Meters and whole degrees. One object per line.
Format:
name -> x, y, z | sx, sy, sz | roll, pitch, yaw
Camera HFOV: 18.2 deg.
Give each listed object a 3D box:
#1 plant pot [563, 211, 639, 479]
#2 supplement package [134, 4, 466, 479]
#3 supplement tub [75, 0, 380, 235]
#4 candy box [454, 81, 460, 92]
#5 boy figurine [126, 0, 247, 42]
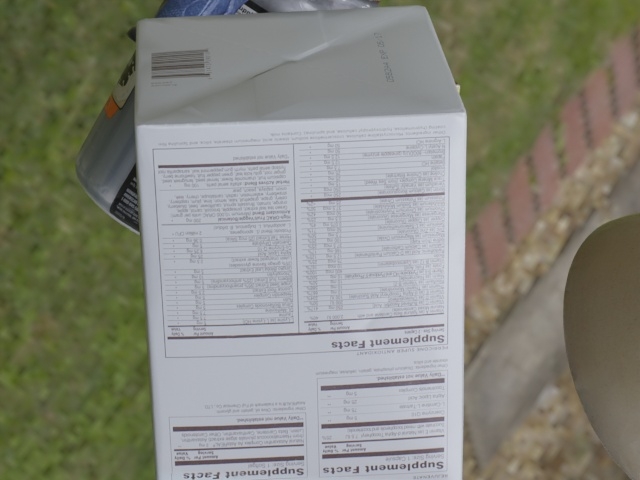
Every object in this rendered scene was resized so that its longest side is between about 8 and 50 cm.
plant pot -> 0.387, 0.086, 1.813 | 0.191, 0.284, 0.284 | -23, -177, 44
supplement package -> -0.016, 0.006, 1.291 | 0.199, 0.198, 0.262 | -100, -173, -65
supplement tub -> -0.074, -0.149, 1.834 | 0.316, 0.193, 0.193 | -58, 155, 13
candy box -> 0.000, 0.000, 1.744 | 0.183, 0.087, 0.316 | -2, 111, -29
boy figurine -> -0.039, -0.253, 1.585 | 0.285, 0.092, 0.177 | -56, 165, 1
